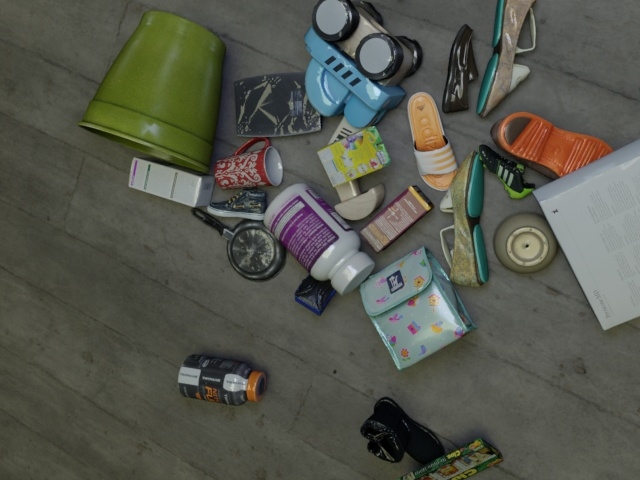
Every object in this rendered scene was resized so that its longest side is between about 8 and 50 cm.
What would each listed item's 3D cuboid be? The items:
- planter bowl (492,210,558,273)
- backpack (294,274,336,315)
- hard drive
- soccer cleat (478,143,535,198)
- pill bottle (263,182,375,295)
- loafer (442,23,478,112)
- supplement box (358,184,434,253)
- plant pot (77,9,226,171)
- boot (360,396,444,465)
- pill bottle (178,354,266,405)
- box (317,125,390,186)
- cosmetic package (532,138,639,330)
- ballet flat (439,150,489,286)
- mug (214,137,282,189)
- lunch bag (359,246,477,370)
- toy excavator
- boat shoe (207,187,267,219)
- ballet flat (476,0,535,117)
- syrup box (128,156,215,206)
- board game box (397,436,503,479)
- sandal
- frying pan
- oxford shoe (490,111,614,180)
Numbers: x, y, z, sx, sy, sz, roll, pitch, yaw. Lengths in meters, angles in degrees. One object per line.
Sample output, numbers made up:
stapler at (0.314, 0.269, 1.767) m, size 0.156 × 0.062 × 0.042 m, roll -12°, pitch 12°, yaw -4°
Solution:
planter bowl at (0.514, 0.010, 1.427) m, size 0.161 × 0.109 × 0.162 m, roll 2°, pitch 96°, yaw 18°
backpack at (-0.008, 0.138, 1.610) m, size 0.097 × 0.101 × 0.120 m, roll 32°, pitch 72°, yaw 8°
hard drive at (-0.116, -0.379, 1.608) m, size 0.254 × 0.054 × 0.172 m, roll -1°, pitch 95°, yaw 17°
soccer cleat at (0.464, -0.180, 1.424) m, size 0.179 × 0.060 × 0.072 m, roll 44°, pitch 134°, yaw -15°
pill bottle at (0.000, 0.000, 1.535) m, size 0.301 × 0.169 × 0.169 m, roll 46°, pitch 107°, yaw 17°
loafer at (0.363, -0.431, 1.450) m, size 0.078 × 0.080 × 0.220 m, roll 9°, pitch 104°, yaw 6°
supplement box at (0.203, -0.057, 1.518) m, size 0.188 × 0.104 × 0.081 m, roll -42°, pitch 83°, yaw 17°
plant pot at (-0.427, -0.416, 1.572) m, size 0.366 × 0.366 × 0.353 m, roll 18°, pitch 90°, yaw 15°
boot at (0.219, 0.546, 1.525) m, size 0.246 × 0.207 × 0.094 m, roll 44°, pitch 106°, yaw 8°
pill bottle at (-0.290, 0.421, 1.710) m, size 0.245 × 0.130 × 0.131 m, roll 4°, pitch 97°, yaw 17°
box at (0.087, -0.211, 1.418) m, size 0.179 × 0.043 × 0.105 m, roll -17°, pitch 103°, yaw 39°
cosmetic package at (0.707, -0.011, 1.316) m, size 0.284 × 0.097 × 0.377 m, roll -28°, pitch 106°, yaw 16°
ballet flat at (0.363, -0.052, 1.471) m, size 0.123 × 0.123 × 0.349 m, roll -3°, pitch 95°, yaw 17°
mug at (-0.203, -0.212, 1.644) m, size 0.169 × 0.150 × 0.113 m, roll -7°, pitch 130°, yaw 22°
lunch bag at (0.247, 0.173, 1.505) m, size 0.223 × 0.160 × 0.262 m, roll -34°, pitch 74°, yaw 22°
toy excavator at (0.084, -0.338, 1.497) m, size 0.433 × 0.222 × 0.445 m, roll 44°, pitch 120°, yaw 8°
boat shoe at (-0.242, -0.114, 1.667) m, size 0.183 × 0.065 × 0.083 m, roll 6°, pitch 111°, yaw 9°
ballet flat at (0.466, -0.454, 1.398) m, size 0.106 × 0.107 × 0.316 m, roll 10°, pitch 100°, yaw 2°
syrup box at (-0.446, -0.177, 1.712) m, size 0.236 × 0.093 × 0.096 m, roll 18°, pitch 101°, yaw 15°
board game box at (0.352, 0.619, 1.542) m, size 0.259 × 0.136 × 0.030 m, roll -35°, pitch 42°, yaw 18°
sandal at (0.281, -0.247, 1.468) m, size 0.101 × 0.076 × 0.266 m, roll -18°, pitch 103°, yaw 16°
frying pan at (-0.232, -0.022, 1.690) m, size 0.197 × 0.053 × 0.326 m, roll -40°, pitch 87°, yaw 16°
oxford shoe at (0.582, -0.205, 1.385) m, size 0.363 × 0.133 × 0.130 m, roll 29°, pitch 96°, yaw -6°
